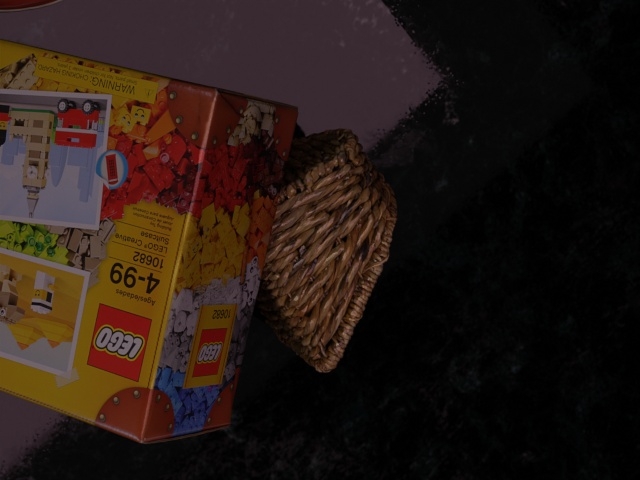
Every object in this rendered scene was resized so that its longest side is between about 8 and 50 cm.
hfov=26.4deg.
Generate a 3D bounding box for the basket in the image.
[{"bbox_3d":[0.000,0.000,1.718,0.213,0.299,0.223,-34,102,-9],"label":"basket"}]

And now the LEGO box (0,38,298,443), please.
[{"bbox_3d":[-0.314,-0.028,1.546,0.500,0.193,0.372,15,95,26],"label":"LEGO box"}]

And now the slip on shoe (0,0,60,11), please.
[{"bbox_3d":[-0.440,-0.341,1.638,0.331,0.101,0.123,5,103,-30],"label":"slip on shoe"}]
